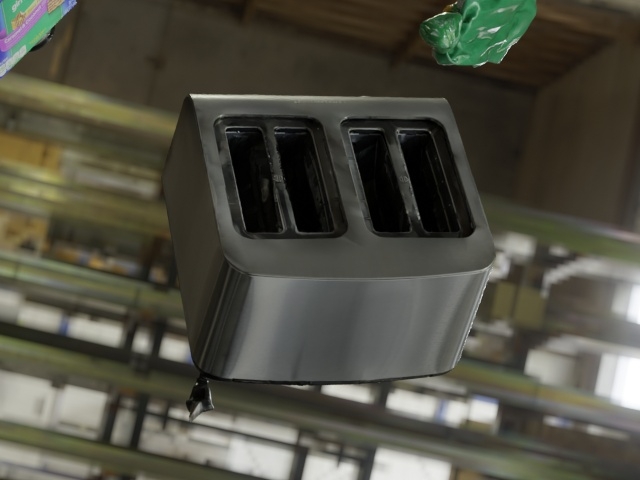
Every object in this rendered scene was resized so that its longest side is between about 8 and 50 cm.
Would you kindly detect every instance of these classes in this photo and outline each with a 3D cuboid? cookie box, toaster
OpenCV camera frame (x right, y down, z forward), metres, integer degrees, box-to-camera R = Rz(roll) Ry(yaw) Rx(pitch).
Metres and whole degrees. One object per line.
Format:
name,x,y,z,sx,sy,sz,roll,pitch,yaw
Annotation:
cookie box,-0.212,-0.178,1.220,0.040,0.092,0.107,27,-32,20
toaster,0.000,0.000,1.053,0.168,0.185,0.110,0,-40,-15

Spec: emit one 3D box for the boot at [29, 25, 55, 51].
boot,-0.358,-0.310,1.840,0.083,0.246,0.161,-28,-27,13

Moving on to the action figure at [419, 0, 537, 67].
action figure,0.156,-0.219,1.769,0.063,0.137,0.232,32,26,16
